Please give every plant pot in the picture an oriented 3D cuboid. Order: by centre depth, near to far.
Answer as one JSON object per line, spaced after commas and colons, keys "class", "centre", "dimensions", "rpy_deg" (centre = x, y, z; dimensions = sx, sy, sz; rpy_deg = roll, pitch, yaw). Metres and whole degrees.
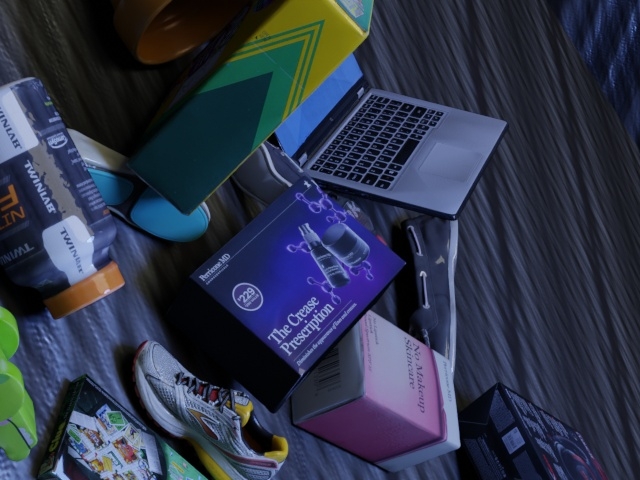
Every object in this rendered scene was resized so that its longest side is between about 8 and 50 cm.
{"class": "plant pot", "centre": [-0.213, -0.370, 1.761], "dimensions": [0.188, 0.205, 0.205], "rpy_deg": [53, 28, 10]}

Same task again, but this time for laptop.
{"class": "laptop", "centre": [0.083, -0.257, 2.091], "dimensions": [0.382, 0.408, 0.236], "rpy_deg": [-54, 156, -56]}

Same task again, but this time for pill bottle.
{"class": "pill bottle", "centre": [-0.303, -0.040, 1.421], "dimensions": [0.246, 0.130, 0.130], "rpy_deg": [62, 30, -5]}

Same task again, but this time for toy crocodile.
{"class": "toy crocodile", "centre": [-0.355, 0.082, 1.235], "dimensions": [0.115, 0.105, 0.340], "rpy_deg": [-114, -177, -48]}

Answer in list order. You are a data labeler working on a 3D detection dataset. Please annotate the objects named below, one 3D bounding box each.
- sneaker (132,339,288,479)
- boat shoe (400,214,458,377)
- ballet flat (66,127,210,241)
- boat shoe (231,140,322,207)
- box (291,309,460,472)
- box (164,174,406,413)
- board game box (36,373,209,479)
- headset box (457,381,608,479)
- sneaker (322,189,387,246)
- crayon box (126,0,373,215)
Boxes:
{"class": "sneaker", "centre": [-0.127, 0.195, 1.554], "dimensions": [0.225, 0.092, 0.088], "rpy_deg": [45, 26, -13]}
{"class": "boat shoe", "centre": [0.171, 0.103, 2.139], "dimensions": [0.112, 0.095, 0.335], "rpy_deg": [87, 7, -55]}
{"class": "ballet flat", "centre": [-0.234, -0.071, 1.616], "dimensions": [0.248, 0.086, 0.086], "rpy_deg": [27, 48, -47]}
{"class": "boat shoe", "centre": [-0.060, -0.087, 1.854], "dimensions": [0.206, 0.075, 0.065], "rpy_deg": [46, 32, 20]}
{"class": "box", "centre": [0.076, 0.209, 1.851], "dimensions": [0.232, 0.127, 0.149], "rpy_deg": [33, 42, -43]}
{"class": "box", "centre": [-0.040, 0.062, 1.679], "dimensions": [0.184, 0.103, 0.261], "rpy_deg": [39, 46, 7]}
{"class": "board game box", "centre": [-0.197, 0.276, 1.466], "dimensions": [0.260, 0.030, 0.136], "rpy_deg": [47, 32, -29]}
{"class": "headset box", "centre": [0.368, 0.384, 2.141], "dimensions": [0.293, 0.110, 0.218], "rpy_deg": [33, 23, -42]}
{"class": "sneaker", "centre": [0.000, 0.000, 1.911], "dimensions": [0.276, 0.097, 0.135], "rpy_deg": [-24, 89, -62]}
{"class": "crayon box", "centre": [-0.073, -0.229, 1.651], "dimensions": [0.106, 0.313, 0.363], "rpy_deg": [41, 20, -13]}
